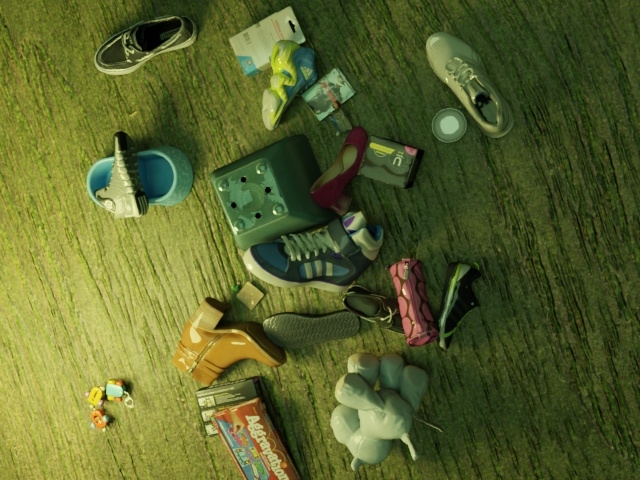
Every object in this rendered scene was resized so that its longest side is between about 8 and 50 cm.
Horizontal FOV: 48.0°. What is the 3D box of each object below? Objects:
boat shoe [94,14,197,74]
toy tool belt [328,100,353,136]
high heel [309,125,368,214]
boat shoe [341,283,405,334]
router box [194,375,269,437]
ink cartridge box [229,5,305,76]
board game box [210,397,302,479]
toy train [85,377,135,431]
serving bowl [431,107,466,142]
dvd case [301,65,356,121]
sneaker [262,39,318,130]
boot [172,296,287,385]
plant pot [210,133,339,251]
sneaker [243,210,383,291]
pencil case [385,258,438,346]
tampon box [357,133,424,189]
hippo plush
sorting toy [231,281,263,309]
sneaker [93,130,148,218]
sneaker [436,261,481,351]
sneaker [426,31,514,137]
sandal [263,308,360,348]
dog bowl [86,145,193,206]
[{"bbox_3d":[-0.475,-0.519,1.889,0.302,0.102,0.108,-13,92,14],"label":"boat shoe"},{"bbox_3d":[0.042,-0.305,1.809,0.051,0.052,0.083,-28,108,20],"label":"toy tool belt"},{"bbox_3d":[0.043,-0.190,1.755,0.082,0.117,0.243,5,70,45],"label":"high heel"},{"bbox_3d":[0.163,0.186,1.816,0.233,0.079,0.083,24,99,9],"label":"boat shoe"},{"bbox_3d":[-0.240,0.453,1.954,0.179,0.046,0.133,-14,91,14],"label":"router box"},{"bbox_3d":[-0.127,-0.505,1.828,0.180,0.060,0.104,-24,89,15],"label":"ink cartridge box"},{"bbox_3d":[-0.169,0.564,1.925,0.145,0.027,0.281,-22,103,14],"label":"board game box"},{"bbox_3d":[-0.598,0.461,2.044,0.166,0.046,0.125,-34,88,17],"label":"toy train"},{"bbox_3d":[0.316,-0.281,1.759,0.084,0.027,0.083,1,96,14],"label":"serving bowl"},{"bbox_3d":[0.021,-0.373,1.829,0.119,0.013,0.087,-36,86,13],"label":"dvd case"},{"bbox_3d":[-0.070,-0.383,1.809,0.126,0.091,0.240,-1,129,-21],"label":"sneaker"},{"bbox_3d":[-0.249,0.310,1.915,0.284,0.109,0.220,31,107,1],"label":"boot"},{"bbox_3d":[-0.134,-0.110,1.769,0.247,0.252,0.247,-22,89,15],"label":"plant pot"},{"bbox_3d":[0.000,0.000,1.725,0.236,0.323,0.130,-55,40,29],"label":"sneaker"},{"bbox_3d":[0.227,0.149,1.749,0.095,0.098,0.209,-10,69,-8],"label":"pencil case"},{"bbox_3d":[0.173,-0.189,1.734,0.121,0.161,0.101,19,99,11],"label":"tampon box"},{"bbox_3d":[0.156,0.441,1.805,0.294,0.234,0.236,39,134,22],"label":"hippo plush"},{"bbox_3d":[-0.199,0.140,1.931,0.083,0.012,0.062,40,108,4],"label":"sorting toy"},{"bbox_3d":[-0.541,-0.163,1.874,0.132,0.086,0.228,-11,94,17],"label":"sneaker"},{"bbox_3d":[0.343,0.166,1.766,0.097,0.084,0.234,11,98,10],"label":"sneaker"},{"bbox_3d":[0.354,-0.376,1.690,0.111,0.129,0.297,-40,84,16],"label":"sneaker"},{"bbox_3d":[-0.022,0.228,1.883,0.255,0.054,0.097,-3,101,4],"label":"sandal"},{"bbox_3d":[-0.496,-0.165,1.943,0.298,0.074,0.165,-7,93,13],"label":"dog bowl"}]
